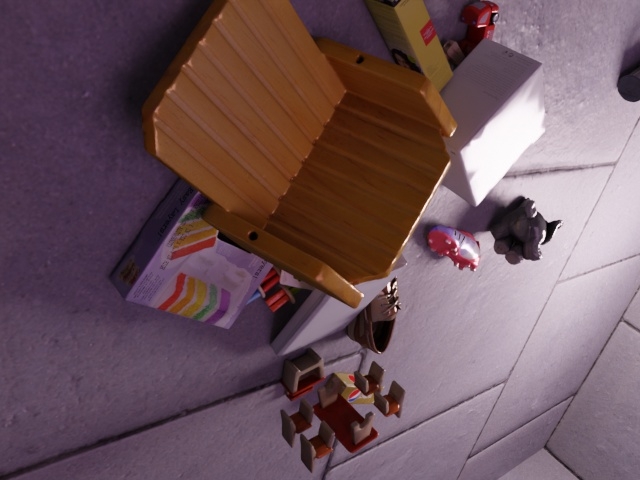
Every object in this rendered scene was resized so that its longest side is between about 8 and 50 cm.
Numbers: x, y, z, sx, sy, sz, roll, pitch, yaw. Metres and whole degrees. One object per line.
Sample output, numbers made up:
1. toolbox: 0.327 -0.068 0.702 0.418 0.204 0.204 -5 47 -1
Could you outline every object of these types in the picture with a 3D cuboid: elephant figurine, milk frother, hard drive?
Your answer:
1. elephant figurine: 0.603 -0.037 1.633 0.239 0.186 0.169 -22 91 -44
2. milk frother: 0.922 -0.491 1.603 0.135 0.129 0.143 -34 95 -19
3. hard drive: 0.031 0.138 1.197 0.203 0.040 0.307 -17 157 -33

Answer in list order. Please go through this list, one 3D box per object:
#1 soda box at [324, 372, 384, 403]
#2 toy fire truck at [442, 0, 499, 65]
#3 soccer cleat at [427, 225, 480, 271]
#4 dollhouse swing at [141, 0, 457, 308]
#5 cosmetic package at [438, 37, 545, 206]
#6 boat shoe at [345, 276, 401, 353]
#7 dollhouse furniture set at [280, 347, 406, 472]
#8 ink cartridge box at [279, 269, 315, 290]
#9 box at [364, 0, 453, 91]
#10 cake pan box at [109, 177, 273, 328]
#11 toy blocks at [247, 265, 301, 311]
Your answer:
1. soda box: 0.094 0.406 1.556 0.181 0.058 0.061 18 107 -49
2. toy fire truck: 0.275 -0.366 1.120 0.135 0.047 0.192 -22 134 -30
3. soccer cleat: 0.350 0.003 1.475 0.248 0.083 0.095 33 66 -46
4. dollhouse swing: -0.007 -0.145 0.804 0.346 0.315 0.305 -59 160 -10
5. cosmetic package: 0.316 -0.227 1.128 0.224 0.138 0.224 -48 148 -4
6. boat shoe: 0.143 0.136 1.341 0.123 0.116 0.324 -23 134 -29
7. dollhouse furniture set: 0.021 0.381 1.309 0.262 0.259 0.135 -21 130 -30
8. ink cartridge box: 0.000 0.000 1.087 0.115 0.067 0.198 16 87 -49
9. box: 0.154 -0.357 0.986 0.058 0.087 0.232 -48 140 -3
10. cake pan box: -0.182 0.010 0.979 0.267 0.070 0.246 -54 143 3
11. toy blocks: -0.094 0.097 1.138 0.148 0.054 0.123 -37 139 -16
